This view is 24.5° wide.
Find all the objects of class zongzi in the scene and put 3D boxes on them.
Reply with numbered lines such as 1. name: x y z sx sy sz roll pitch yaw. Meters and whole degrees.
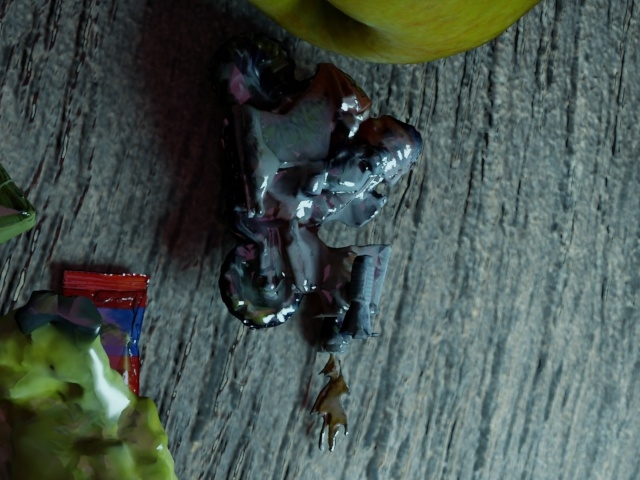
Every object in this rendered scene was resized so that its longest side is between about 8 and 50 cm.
1. zongzi: -0.326 -0.037 1.326 0.104 0.052 0.113 -32 82 -17

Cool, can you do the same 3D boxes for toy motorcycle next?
1. toy motorcycle: 0.000 0.000 1.410 0.207 0.134 0.401 0 82 -16

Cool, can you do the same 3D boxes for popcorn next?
1. popcorn: -0.255 0.207 1.213 0.293 0.237 0.293 0 89 -17

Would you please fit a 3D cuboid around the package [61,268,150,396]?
1. package: -0.203 0.128 1.365 0.083 0.022 0.200 5 83 -22

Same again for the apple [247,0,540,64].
1. apple: 0.054 -0.336 1.339 0.400 0.400 0.333 10 86 -21
